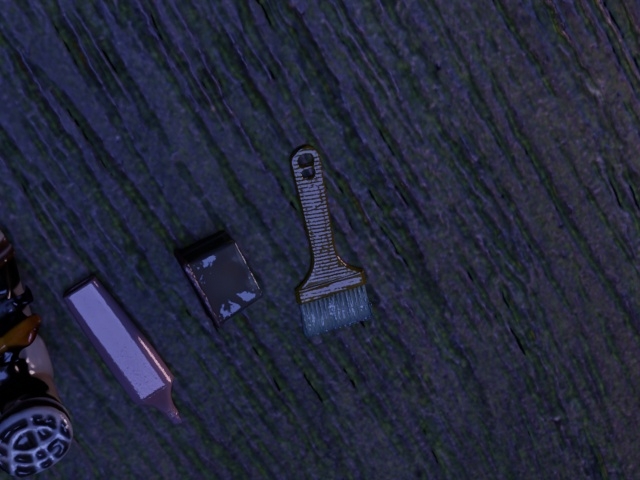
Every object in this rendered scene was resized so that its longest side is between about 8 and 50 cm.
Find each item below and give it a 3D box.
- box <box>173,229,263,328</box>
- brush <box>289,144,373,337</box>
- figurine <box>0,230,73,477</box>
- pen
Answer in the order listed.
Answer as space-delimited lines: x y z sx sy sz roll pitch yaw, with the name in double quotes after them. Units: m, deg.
-0.108 0.038 1.197 0.063 0.060 0.084 -30 111 -7 "box"
0.000 0.000 1.235 0.082 0.010 0.218 -15 110 -8 "brush"
-0.422 0.149 1.084 0.323 0.196 0.320 -16 68 -17 "figurine"
-0.205 0.125 1.217 0.053 0.032 0.197 -32 110 -3 "pen"
